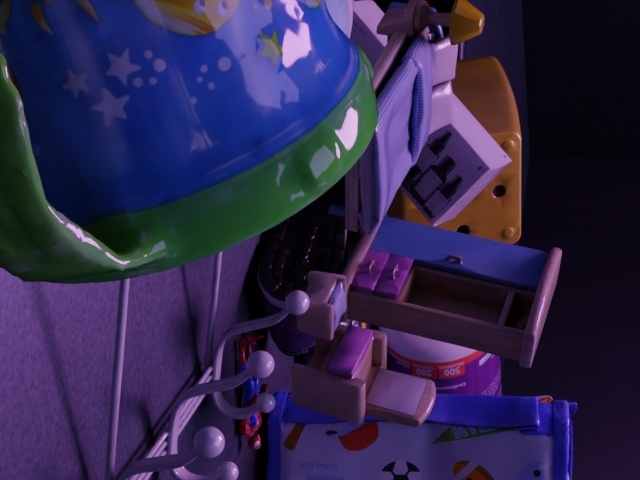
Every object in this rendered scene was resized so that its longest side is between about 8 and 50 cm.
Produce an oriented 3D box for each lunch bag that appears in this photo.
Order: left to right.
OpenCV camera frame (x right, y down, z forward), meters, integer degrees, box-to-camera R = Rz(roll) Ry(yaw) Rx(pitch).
[{"bbox_3d":[0.122,0.321,1.277,0.239,0.328,0.385,-73,159,-54],"label":"lunch bag"}]

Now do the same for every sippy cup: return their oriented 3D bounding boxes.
[{"bbox_3d":[-0.109,-0.132,0.584,0.305,0.240,0.224,44,-23,57],"label":"sippy cup"}]

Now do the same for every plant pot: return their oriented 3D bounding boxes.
[{"bbox_3d":[0.145,-0.088,1.392,0.187,0.212,0.212,-113,-163,-64],"label":"plant pot"}]

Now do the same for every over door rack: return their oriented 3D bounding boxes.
[{"bbox_3d":[-0.090,0.052,0.865,0.239,0.108,0.324,-57,147,-63],"label":"over door rack"}]

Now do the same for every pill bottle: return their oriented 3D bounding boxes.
[{"bbox_3d":[0.192,0.207,1.792,0.181,0.181,0.323,-72,158,-44],"label":"pill bottle"}]

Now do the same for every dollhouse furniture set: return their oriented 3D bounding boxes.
[{"bbox_3d":[0.112,-0.028,1.028,0.286,0.198,0.303,-60,157,-47],"label":"dollhouse furniture set"}]

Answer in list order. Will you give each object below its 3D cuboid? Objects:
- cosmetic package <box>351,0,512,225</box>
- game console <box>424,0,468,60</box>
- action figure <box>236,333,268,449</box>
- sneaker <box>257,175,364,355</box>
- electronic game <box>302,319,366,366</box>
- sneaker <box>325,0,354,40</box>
[{"bbox_3d":[0.087,-0.139,1.225,0.099,0.239,0.060,-47,164,31],"label":"cosmetic package"},{"bbox_3d":[0.183,-0.201,1.717,0.342,0.060,0.386,-101,-170,-72],"label":"game console"},{"bbox_3d":[-0.067,0.151,1.124,0.038,0.030,0.115,-48,141,-74],"label":"action figure"},{"bbox_3d":[0.000,0.000,1.242,0.124,0.107,0.283,91,19,-46],"label":"sneaker"},{"bbox_3d":[0.024,0.117,1.410,0.229,0.048,0.229,3,90,-75],"label":"electronic game"},{"bbox_3d":[-0.035,-0.150,0.980,0.366,0.135,0.150,62,31,-60],"label":"sneaker"}]
